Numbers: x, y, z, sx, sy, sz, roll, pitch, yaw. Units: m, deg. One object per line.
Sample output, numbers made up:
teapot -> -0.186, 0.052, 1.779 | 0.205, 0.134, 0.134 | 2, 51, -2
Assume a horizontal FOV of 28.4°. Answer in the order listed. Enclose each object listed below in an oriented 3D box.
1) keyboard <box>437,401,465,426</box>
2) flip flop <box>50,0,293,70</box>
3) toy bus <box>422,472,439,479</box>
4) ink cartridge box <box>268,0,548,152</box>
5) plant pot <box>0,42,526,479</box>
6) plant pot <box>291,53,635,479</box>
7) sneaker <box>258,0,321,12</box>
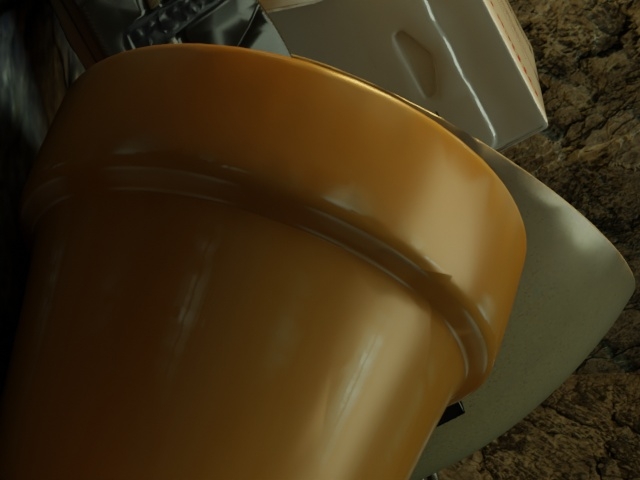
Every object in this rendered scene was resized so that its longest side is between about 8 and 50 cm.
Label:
keyboard -> -0.013, 0.128, 0.621 | 0.038, 0.192, 0.100 | 62, 4, 3
flip flop -> -0.082, -0.128, 0.569 | 0.080, 0.112, 0.277 | 26, -35, 49
toy bus -> 0.011, 0.134, 1.084 | 0.220, 0.149, 0.211 | -72, 146, -64
ink cartridge box -> 0.064, -0.177, 1.108 | 0.198, 0.197, 0.270 | 59, 16, -16
plant pot -> -0.040, 0.060, 0.496 | 0.205, 0.205, 0.188 | 76, 29, -59
plant pot -> 0.018, 0.043, 0.768 | 0.191, 0.284, 0.284 | -60, 167, -8
sneaker -> -0.049, -0.269, 0.914 | 0.282, 0.102, 0.161 | -102, -179, -60
